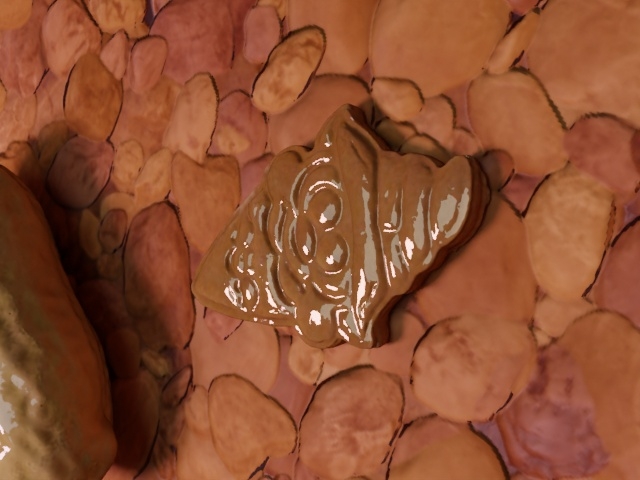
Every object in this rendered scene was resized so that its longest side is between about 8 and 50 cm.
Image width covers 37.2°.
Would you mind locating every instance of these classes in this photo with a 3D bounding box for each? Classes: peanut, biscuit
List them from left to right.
[{"bbox_3d":[-0.266,0.072,0.775,0.147,0.148,0.318,-40,68,28],"label":"peanut"},{"bbox_3d":[0.000,0.000,0.646,0.250,0.035,0.162,-23,70,36],"label":"biscuit"}]
